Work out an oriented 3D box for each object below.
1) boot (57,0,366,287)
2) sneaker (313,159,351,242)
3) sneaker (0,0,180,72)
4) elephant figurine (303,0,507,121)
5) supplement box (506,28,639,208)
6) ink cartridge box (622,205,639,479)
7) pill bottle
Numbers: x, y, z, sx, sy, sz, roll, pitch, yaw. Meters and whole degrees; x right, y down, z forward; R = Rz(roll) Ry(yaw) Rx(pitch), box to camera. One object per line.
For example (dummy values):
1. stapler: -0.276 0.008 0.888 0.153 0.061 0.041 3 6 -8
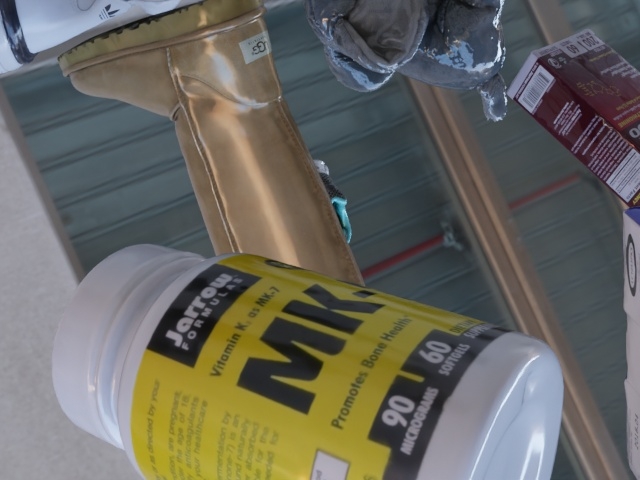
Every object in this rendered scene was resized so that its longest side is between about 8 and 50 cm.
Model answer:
1. boot: -0.091 -0.049 0.735 0.236 0.270 0.089 0 -154 48
2. sneaker: 0.000 0.000 0.978 0.065 0.166 0.076 -21 -140 -21
3. sneaker: -0.257 -0.347 0.825 0.210 0.366 0.137 -16 177 -8
4. elephant figurine: 0.060 -0.228 0.937 0.239 0.186 0.169 -9 142 -2
5. supplement box: 0.355 -0.140 1.086 0.130 0.239 0.073 -27 156 -37
6. ink cartridge box: 0.348 0.125 0.714 0.151 0.270 0.395 -6 -163 1
7. pill bottle: -0.012 0.072 0.403 0.208 0.119 0.119 15 -159 31
